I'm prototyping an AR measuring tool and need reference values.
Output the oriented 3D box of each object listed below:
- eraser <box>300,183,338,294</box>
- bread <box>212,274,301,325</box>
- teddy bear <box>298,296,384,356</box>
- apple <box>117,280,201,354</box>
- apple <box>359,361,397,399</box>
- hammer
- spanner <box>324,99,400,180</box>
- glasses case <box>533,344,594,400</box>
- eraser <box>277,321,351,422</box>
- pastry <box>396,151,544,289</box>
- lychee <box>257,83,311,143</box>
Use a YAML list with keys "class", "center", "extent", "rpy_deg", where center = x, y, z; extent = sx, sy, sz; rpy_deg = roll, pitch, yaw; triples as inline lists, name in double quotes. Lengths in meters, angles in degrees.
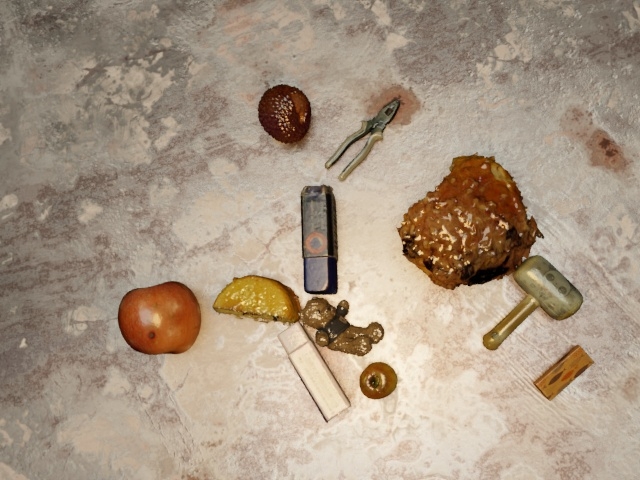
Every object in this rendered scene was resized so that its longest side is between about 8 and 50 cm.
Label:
- class: "eraser"
  center: [0.000, 0.000, 1.580]
  extent: [0.101, 0.155, 0.333]
  rpy_deg: [-3, 80, 10]
- class: "bread"
  center: [-0.188, 0.177, 1.571]
  extent: [0.260, 0.160, 0.147]
  rpy_deg: [6, 74, 15]
- class: "teddy bear"
  center: [0.052, 0.272, 1.537]
  extent: [0.251, 0.182, 0.129]
  rpy_deg: [33, 121, 12]
- class: "apple"
  center: [-0.486, 0.244, 1.549]
  extent: [0.253, 0.253, 0.254]
  rpy_deg: [-2, 79, 8]
- class: "apple"
  center: [0.172, 0.415, 1.502]
  extent: [0.099, 0.102, 0.114]
  rpy_deg: [38, 94, 26]
- class: "hammer"
  center: [0.588, 0.204, 1.490]
  extent: [0.305, 0.113, 0.202]
  rpy_deg: [-44, 73, 7]
- class: "spanner"
  center: [0.147, -0.339, 1.680]
  extent: [0.095, 0.040, 0.325]
  rpy_deg: [43, 89, 13]
- class: "glasses case"
  center: [0.694, 0.377, 1.464]
  extent: [0.170, 0.041, 0.065]
  rpy_deg: [-41, 88, -2]
- class: "eraser"
  center: [-0.018, 0.387, 1.518]
  extent: [0.086, 0.130, 0.287]
  rpy_deg: [-33, 76, -1]
- class: "pastry"
  center: [0.433, -0.033, 1.454]
  extent: [0.337, 0.292, 0.405]
  rpy_deg: [39, 71, 14]
- class: "lychee"
  center: [-0.125, -0.416, 1.669]
  extent: [0.187, 0.188, 0.188]
  rpy_deg: [-2, 79, 8]
